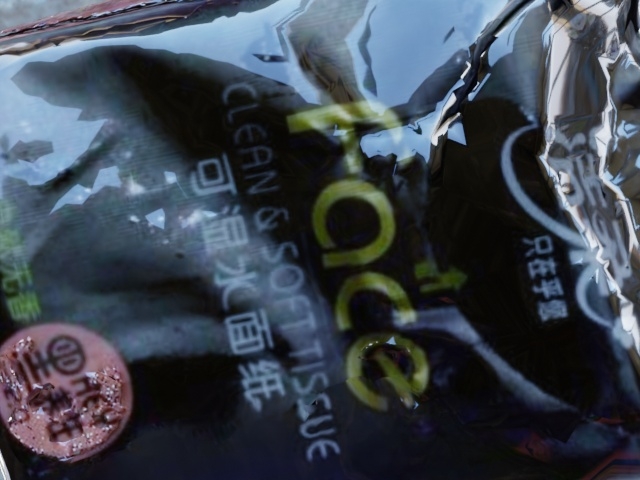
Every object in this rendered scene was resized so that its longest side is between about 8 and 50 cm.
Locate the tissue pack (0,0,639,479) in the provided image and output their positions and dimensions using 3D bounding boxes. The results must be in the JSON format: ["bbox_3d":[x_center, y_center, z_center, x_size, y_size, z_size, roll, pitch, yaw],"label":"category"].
[{"bbox_3d":[0.000,0.000,0.476,0.332,0.123,0.245,-11,105,7],"label":"tissue pack"}]
